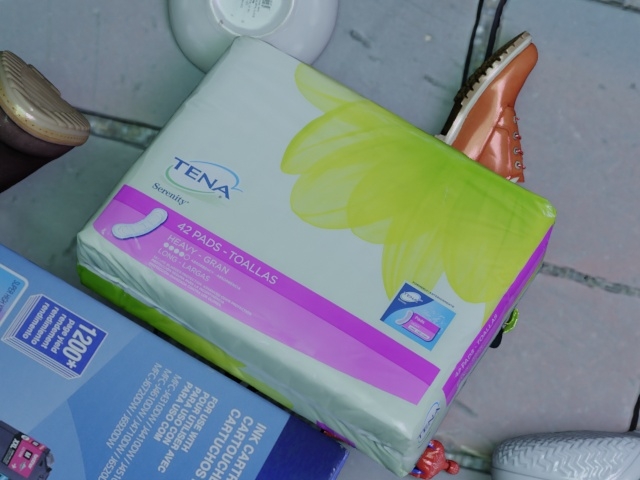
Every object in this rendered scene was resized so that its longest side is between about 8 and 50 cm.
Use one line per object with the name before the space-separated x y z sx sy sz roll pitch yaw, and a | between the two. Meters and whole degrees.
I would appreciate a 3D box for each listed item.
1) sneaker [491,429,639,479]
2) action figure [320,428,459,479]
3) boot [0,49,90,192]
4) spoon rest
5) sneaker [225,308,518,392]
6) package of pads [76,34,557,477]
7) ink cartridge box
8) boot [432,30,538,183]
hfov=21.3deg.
sneaker | 0.315 0.255 1.311 0.366 0.137 0.210 1 88 3
action figure | 0.059 0.162 1.354 0.115 0.030 0.038 24 92 -6
boot | -0.269 -0.039 1.243 0.090 0.248 0.207 43 89 -12
spoon rest | -0.036 -0.259 1.354 0.137 0.084 0.276 15 100 0
sneaker | 0.043 0.087 1.329 0.235 0.084 0.097 -23 90 -3
package of pads | 0.000 0.000 1.260 0.296 0.101 0.229 30 64 13
ink cartridge box | -0.166 0.210 1.244 0.395 0.151 0.270 31 64 -2
boot | 0.140 -0.088 1.358 0.085 0.059 0.158 33 95 -4
